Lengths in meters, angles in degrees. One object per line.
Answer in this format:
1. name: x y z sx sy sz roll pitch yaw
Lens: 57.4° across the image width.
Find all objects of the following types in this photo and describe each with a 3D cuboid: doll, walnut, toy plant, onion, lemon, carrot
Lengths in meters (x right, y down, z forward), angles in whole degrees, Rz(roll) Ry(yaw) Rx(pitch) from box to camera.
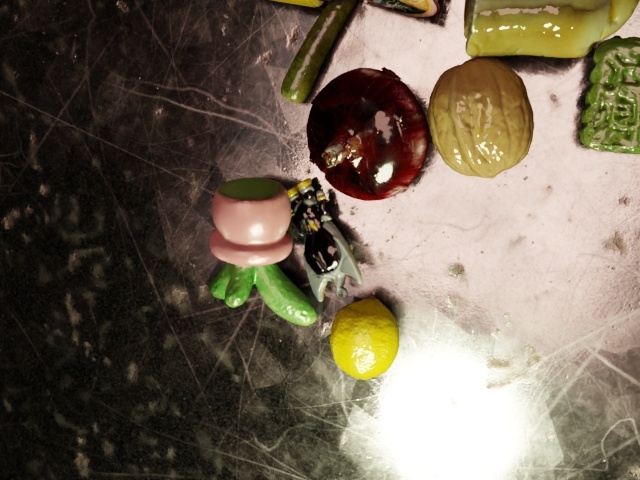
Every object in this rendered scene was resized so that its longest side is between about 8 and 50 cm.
1. doll: -0.003 0.002 1.482 0.145 0.103 0.317 -25 84 13
2. walnut: 0.347 -0.263 1.275 0.224 0.225 0.261 -12 97 18
3. toy plant: -0.154 0.032 1.476 0.316 0.210 0.357 12 110 20
4. onion: 0.095 -0.239 1.335 0.313 0.232 0.314 13 113 33
5. lemon: 0.109 0.244 1.452 0.180 0.180 0.193 26 126 12
6. carrot: 0.009 -0.499 1.418 0.074 0.074 0.359 33 105 9

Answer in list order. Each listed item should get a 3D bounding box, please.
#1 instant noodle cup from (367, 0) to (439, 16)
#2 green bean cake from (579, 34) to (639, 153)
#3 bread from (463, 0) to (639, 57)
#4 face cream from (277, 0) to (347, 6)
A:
1. instant noodle cup: 0.194 -0.654 1.269 0.243 0.244 0.255 22 96 12
2. green bean cake: 0.670 -0.305 1.218 0.222 0.125 0.248 4 100 16
3. bread: 0.469 -0.503 1.204 0.340 0.210 0.301 0 66 11
4. face cream: -0.048 -0.600 1.386 0.273 0.078 0.078 20 104 25
